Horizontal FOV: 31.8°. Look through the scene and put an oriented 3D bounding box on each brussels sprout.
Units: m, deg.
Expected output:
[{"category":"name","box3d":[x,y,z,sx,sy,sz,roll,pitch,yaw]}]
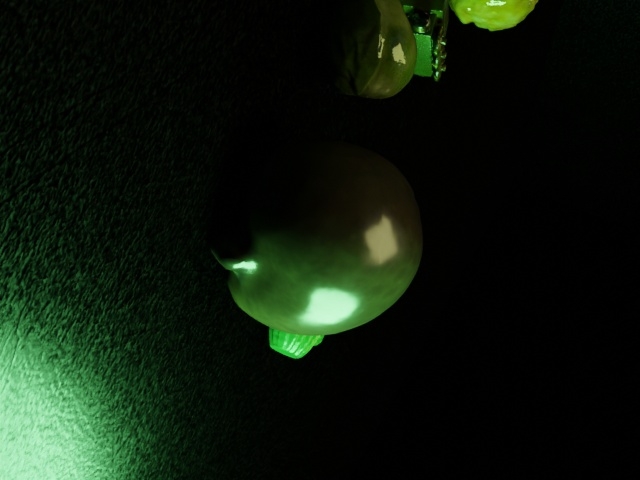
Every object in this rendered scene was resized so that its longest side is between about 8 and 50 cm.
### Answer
[{"category":"brussels sprout","box3d":[0.062,-0.261,1.525,0.183,0.131,0.145,84,-14,-53]}]

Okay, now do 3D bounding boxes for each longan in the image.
[{"category":"longan","box3d":[0.000,0.000,1.470,0.300,0.243,0.300,-21,139,-20]}]

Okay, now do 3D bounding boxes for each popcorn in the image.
[{"category":"popcorn","box3d":[0.284,-0.478,1.930,0.253,0.191,0.190,57,40,-62]}]

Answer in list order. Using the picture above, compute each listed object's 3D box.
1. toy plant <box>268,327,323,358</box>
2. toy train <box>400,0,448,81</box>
[{"category":"toy plant","box3d":[-0.019,0.069,1.788,0.154,0.088,0.240,-5,109,-58]},{"category":"toy train","box3d":[0.176,-0.359,1.894,0.225,0.090,0.137,66,36,-77]}]
